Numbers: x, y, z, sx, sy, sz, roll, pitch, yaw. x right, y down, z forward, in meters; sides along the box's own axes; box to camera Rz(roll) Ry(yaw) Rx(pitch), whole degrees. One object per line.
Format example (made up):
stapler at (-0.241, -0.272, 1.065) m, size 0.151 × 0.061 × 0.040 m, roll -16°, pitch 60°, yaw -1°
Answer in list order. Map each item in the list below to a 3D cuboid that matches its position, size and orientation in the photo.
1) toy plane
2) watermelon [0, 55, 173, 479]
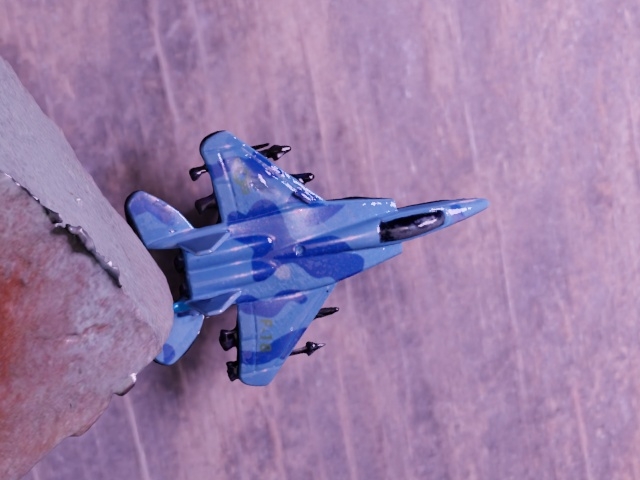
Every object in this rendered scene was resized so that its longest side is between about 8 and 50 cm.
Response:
toy plane at (-0.003, -0.001, 1.283) m, size 0.246 × 0.078 × 0.169 m, roll -16°, pitch 103°, yaw -28°
watermelon at (-0.200, 0.041, 1.143) m, size 0.258 × 0.228 × 0.387 m, roll 6°, pitch 100°, yaw -33°
